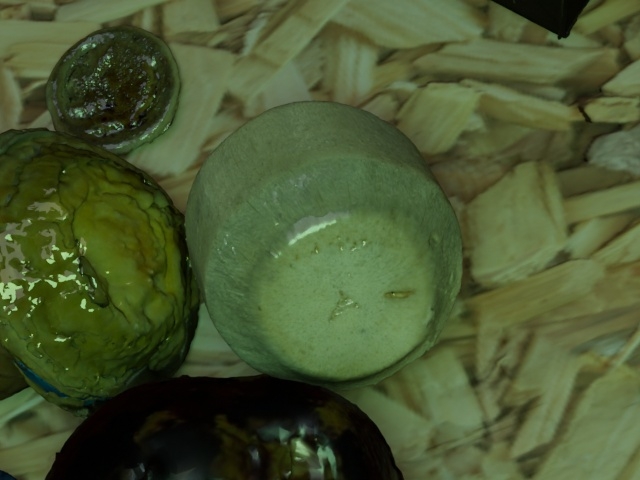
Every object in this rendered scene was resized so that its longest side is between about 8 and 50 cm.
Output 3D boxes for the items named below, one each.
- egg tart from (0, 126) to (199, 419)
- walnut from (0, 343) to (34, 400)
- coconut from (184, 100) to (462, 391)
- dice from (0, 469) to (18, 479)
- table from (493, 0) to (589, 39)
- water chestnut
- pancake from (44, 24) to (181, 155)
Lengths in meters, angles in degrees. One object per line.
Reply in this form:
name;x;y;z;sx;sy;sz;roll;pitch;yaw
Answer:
egg tart;-0.197;0.023;1.376;0.107;0.291;0.290;-22;64;36
walnut;-0.319;0.052;1.438;0.167;0.167;0.207;-37;78;-6
coconut;0.000;0.000;1.378;0.237;0.237;0.266;-26;30;-2
dice;-0.334;0.285;1.361;0.146;0.146;0.143;-8;67;6
table;0.212;-0.402;1.512;0.251;0.196;0.282;32;77;19
water chestnut;-0.082;0.261;1.236;0.335;0.347;0.335;0;77;1
pancake;-0.210;-0.154;1.570;0.152;0.025;0.151;-3;68;7
